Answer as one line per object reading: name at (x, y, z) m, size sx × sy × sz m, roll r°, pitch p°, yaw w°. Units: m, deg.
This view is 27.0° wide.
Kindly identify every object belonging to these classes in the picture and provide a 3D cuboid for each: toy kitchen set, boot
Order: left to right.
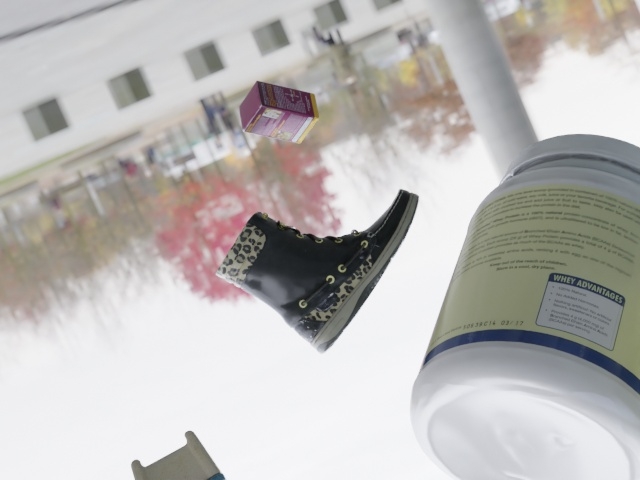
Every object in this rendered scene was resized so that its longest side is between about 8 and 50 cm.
toy kitchen set at (-0.140, 0.303, 1.272) m, size 0.166 × 0.122 × 0.207 m, roll -28°, pitch 147°, yaw -6°
boot at (0.000, 0.000, 1.659) m, size 0.236 × 0.179 × 0.085 m, roll -56°, pitch 177°, yaw -12°

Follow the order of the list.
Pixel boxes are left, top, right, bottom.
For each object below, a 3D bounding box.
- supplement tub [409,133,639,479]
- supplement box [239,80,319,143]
supplement tub at (0.237, 0.076, 1.299) m, size 0.235 × 0.235 × 0.324 m, roll -19°, pitch -144°, yaw 41°
supplement box at (-0.052, -0.160, 1.661) m, size 0.083 × 0.043 × 0.055 m, roll 10°, pitch 141°, yaw -29°
